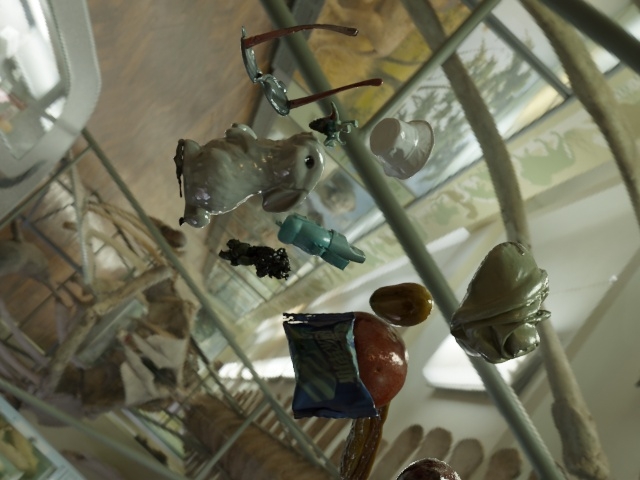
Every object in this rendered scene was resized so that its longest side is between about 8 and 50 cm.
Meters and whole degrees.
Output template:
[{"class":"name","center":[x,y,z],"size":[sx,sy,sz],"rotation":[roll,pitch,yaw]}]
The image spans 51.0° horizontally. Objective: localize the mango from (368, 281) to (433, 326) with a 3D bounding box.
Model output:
[{"class":"mango","center":[0.277,0.223,2.298],"size":[0.221,0.151,0.120],"rotation":[-12,179,20]}]

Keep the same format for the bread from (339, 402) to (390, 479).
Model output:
[{"class":"bread","center":[0.139,0.574,2.085],"size":[0.185,0.109,0.380],"rotation":[-74,176,-70]}]

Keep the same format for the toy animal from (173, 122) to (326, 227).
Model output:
[{"class":"toy animal","center":[-0.166,-0.158,1.640],"size":[0.194,0.357,0.258],"rotation":[-77,168,-86]}]

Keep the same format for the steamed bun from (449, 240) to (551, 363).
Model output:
[{"class":"steamed bun","center":[0.511,0.188,1.815],"size":[0.324,0.219,0.310],"rotation":[-56,155,0]}]

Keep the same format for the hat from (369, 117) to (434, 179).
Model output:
[{"class":"hat","center":[0.226,-0.291,1.990],"size":[0.203,0.126,0.203],"rotation":[-23,-124,39]}]

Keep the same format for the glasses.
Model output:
[{"class":"glasses","center":[-0.020,-0.380,1.425],"size":[0.268,0.118,0.234],"rotation":[-12,150,18]}]

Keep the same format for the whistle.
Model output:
[{"class":"whistle","center":[0.000,0.000,1.828],"size":[0.093,0.274,0.186],"rotation":[-62,-160,14]}]

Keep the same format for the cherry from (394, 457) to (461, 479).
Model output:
[{"class":"cherry","center":[0.290,0.711,1.820],"size":[0.230,0.203,0.300],"rotation":[-21,130,-29]}]

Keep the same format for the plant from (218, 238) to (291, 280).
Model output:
[{"class":"plant","center":[-0.147,0.040,1.540],"size":[0.087,0.174,0.085],"rotation":[92,14,-74]}]

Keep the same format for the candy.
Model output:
[{"class":"candy","center":[0.013,0.272,1.517],"size":[0.331,0.187,0.077],"rotation":[-100,-170,-56]}]

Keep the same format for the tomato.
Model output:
[{"class":"tomato","center":[0.115,0.331,1.800],"size":[0.265,0.265,0.265],"rotation":[-46,-178,2]}]

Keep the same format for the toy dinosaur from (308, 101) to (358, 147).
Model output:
[{"class":"toy dinosaur","center":[0.020,-0.266,1.549],"size":[0.106,0.044,0.187],"rotation":[-2,166,27]}]
